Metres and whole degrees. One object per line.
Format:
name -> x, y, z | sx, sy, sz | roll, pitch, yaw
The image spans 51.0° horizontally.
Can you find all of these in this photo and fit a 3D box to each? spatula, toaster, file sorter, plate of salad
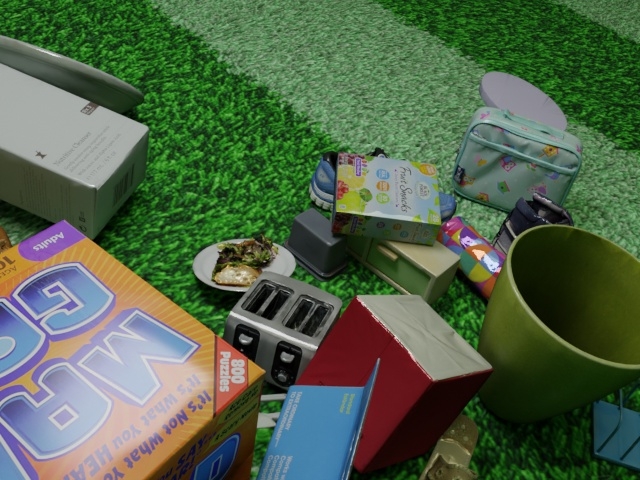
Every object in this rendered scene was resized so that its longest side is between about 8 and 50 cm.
spatula -> -0.109, 0.238, 1.023 | 0.168, 0.019, 0.242 | 18, 2, 31
toaster -> -0.060, 0.155, 1.166 | 0.168, 0.110, 0.185 | 22, 36, 12
file sorter -> 0.564, 0.318, 1.137 | 0.170, 0.104, 0.118 | 17, 42, 7
plate of salad -> -0.148, 0.036, 1.305 | 0.200, 0.048, 0.200 | 1, 29, -1

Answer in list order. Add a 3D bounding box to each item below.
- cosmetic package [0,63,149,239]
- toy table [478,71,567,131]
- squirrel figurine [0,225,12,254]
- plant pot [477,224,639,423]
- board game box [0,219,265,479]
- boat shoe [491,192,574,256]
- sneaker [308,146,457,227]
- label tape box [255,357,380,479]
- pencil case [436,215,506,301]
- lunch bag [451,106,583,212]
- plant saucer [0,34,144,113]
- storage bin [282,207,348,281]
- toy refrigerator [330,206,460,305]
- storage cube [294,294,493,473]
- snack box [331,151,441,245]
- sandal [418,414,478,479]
cosmetic package -> -0.559, -0.186, 1.316 | 0.385, 0.156, 0.217 | 23, 46, 0
toy table -> 0.500, -0.295, 1.737 | 0.252, 0.160, 0.274 | -4, 45, -16
squirrel figurine -> -0.604, -0.010, 1.047 | 0.397, 0.370, 0.281 | 33, 47, 22
plant pot -> 0.374, 0.173, 1.104 | 0.275, 0.293, 0.274 | 10, 45, -10
board game box -> -0.329, 0.268, 0.821 | 0.357, 0.356, 0.356 | 32, 46, 22
boat shoe -> 0.495, 0.049, 1.370 | 0.127, 0.158, 0.340 | -19, 50, -28
sneaker -> 0.142, -0.115, 1.481 | 0.330, 0.147, 0.129 | 14, 43, 2
label tape box -> -0.031, 0.319, 0.843 | 0.106, 0.333, 0.240 | 16, 43, 6
pencil case -> 0.335, 0.054, 1.381 | 0.104, 0.104, 0.236 | -20, 53, -29
lunch bag -> 0.448, -0.181, 1.557 | 0.279, 0.224, 0.108 | 20, 43, 8
plant saucer -> -0.605, -0.347, 1.508 | 0.401, 0.100, 0.400 | 17, -1, 0
storage bin -> 0.000, 0.000, 1.369 | 0.098, 0.091, 0.135 | -30, 57, -36
toy refrigerator -> 0.141, 0.015, 1.374 | 0.269, 0.102, 0.094 | 38, 49, 25
storage cube -> 0.114, 0.213, 1.046 | 0.215, 0.193, 0.183 | 4, 35, -49
snack box -> 0.130, -0.086, 1.345 | 0.207, 0.070, 0.174 | 7, 49, -5
sandal -> 0.204, 0.356, 1.040 | 0.088, 0.079, 0.240 | 19, 43, 9
